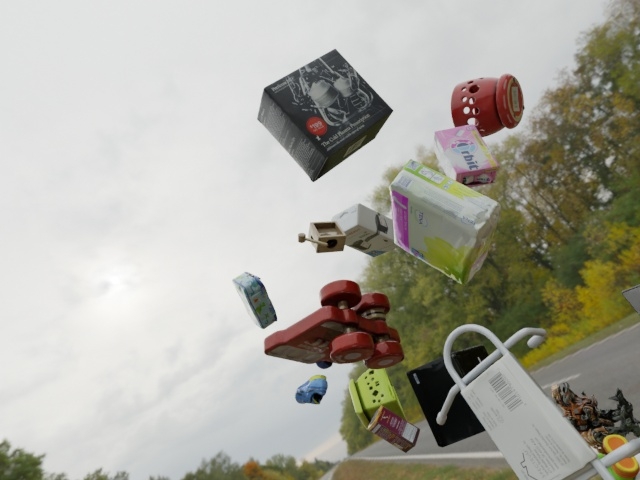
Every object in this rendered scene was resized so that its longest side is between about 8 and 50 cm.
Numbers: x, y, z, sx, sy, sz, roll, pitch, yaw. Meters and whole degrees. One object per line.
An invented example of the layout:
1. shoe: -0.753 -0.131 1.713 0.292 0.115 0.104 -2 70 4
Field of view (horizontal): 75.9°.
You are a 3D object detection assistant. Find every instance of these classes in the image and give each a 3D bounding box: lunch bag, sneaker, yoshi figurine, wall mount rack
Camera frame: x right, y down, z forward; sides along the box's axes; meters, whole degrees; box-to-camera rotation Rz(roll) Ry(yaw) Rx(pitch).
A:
1. lunch bag: -0.266 0.236 1.653 0.090 0.176 0.218 -31 -69 -25
2. sneaker: -0.039 0.565 1.488 0.069 0.082 0.209 17 -45 -22
3. yoshi figurine: 0.915 0.653 1.170 0.203 0.204 0.362 -39 -60 -14
4. wall mount rack: 0.325 0.326 0.693 0.131 0.350 0.304 14 -57 -39

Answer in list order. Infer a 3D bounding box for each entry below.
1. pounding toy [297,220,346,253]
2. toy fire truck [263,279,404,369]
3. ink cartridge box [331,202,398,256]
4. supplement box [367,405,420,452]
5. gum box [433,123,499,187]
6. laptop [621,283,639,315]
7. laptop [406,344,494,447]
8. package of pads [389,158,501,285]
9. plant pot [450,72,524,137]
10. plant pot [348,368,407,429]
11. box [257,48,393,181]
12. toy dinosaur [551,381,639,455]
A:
1. pounding toy: -0.002 0.005 1.745 0.206 0.181 0.094 -4 -56 -20
2. toy fire truck: 0.044 0.241 1.012 0.254 0.169 0.302 -33 -40 29
3. ink cartridge box: 0.234 -0.045 2.082 0.308 0.128 0.223 22 -30 -30
4. supplement box: 0.310 0.799 1.736 0.080 0.188 0.104 -52 -14 -43
5. gum box: 0.375 -0.216 1.068 0.107 0.188 0.062 -10 -39 1
6. laptop: 1.305 0.298 1.320 0.382 0.408 0.236 -40 -1 40
7. laptop: 0.448 0.478 1.288 0.265 0.234 0.136 -1 -33 -36
8. package of pads: 0.284 -0.028 0.965 0.101 0.229 0.296 -49 -28 -14
9. plant pot: 0.536 -0.430 1.311 0.191 0.191 0.174 -7 4 -43
10. plant pot: 0.271 0.780 2.011 0.207 0.227 0.228 -24 -55 4
11. box: 0.013 -0.439 1.436 0.343 0.312 0.179 -40 -5 -25
12. toy dinosaur: 0.919 0.600 1.357 0.218 0.322 0.164 -41 13 29
